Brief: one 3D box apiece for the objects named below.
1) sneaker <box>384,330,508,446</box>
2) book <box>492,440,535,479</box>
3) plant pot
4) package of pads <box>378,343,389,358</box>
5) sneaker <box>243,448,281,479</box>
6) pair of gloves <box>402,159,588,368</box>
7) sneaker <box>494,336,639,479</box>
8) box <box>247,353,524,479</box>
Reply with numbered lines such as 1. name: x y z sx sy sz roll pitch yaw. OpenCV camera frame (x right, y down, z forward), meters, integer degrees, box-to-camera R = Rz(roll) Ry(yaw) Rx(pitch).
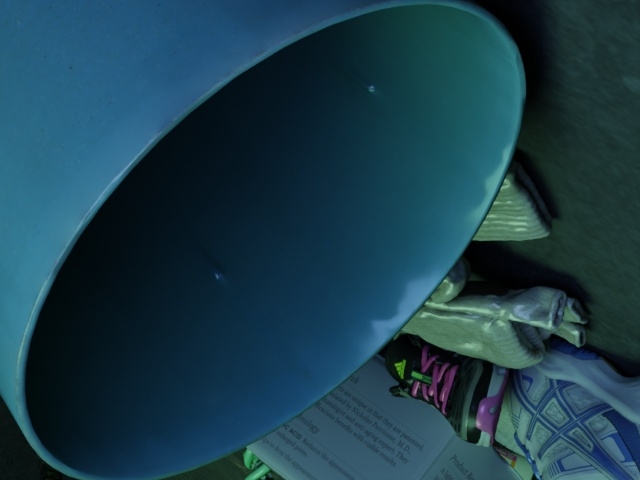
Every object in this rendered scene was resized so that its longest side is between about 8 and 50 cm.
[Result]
1. sneaker: 0.083 0.096 1.290 0.074 0.063 0.170 11 -166 -9
2. book: 0.140 0.161 1.531 0.096 0.035 0.144 30 161 13
3. plant pot: -0.085 -0.065 0.914 0.235 0.293 0.293 46 171 29
4. package of pads: 0.061 0.107 1.530 0.050 0.032 0.083 27 163 17
5. sneaker: -0.021 0.190 1.664 0.410 0.182 0.158 33 164 12
6. pair of gloves: 0.056 0.017 1.156 0.204 0.042 0.240 7 154 22
7. sneaker: 0.176 0.149 1.232 0.112 0.131 0.296 40 165 -21
8. box: 0.057 0.182 1.432 0.182 0.119 0.181 32 168 44
